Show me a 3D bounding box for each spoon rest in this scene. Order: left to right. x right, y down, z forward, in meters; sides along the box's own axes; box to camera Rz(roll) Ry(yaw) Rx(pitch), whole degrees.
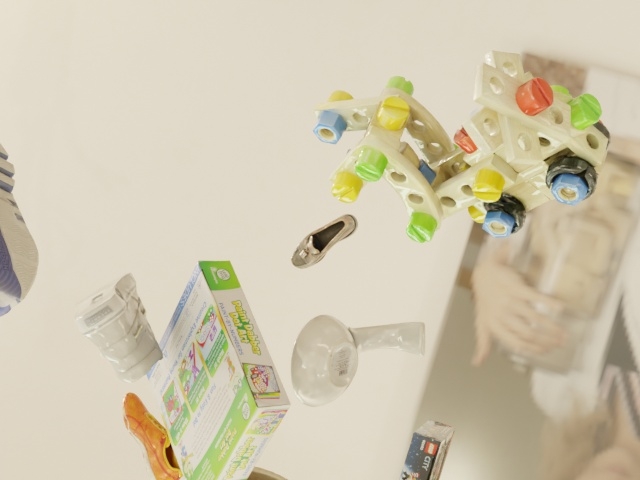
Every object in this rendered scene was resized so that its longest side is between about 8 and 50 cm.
[{"bbox_3d":[0.046,0.170,2.013,0.084,0.137,0.276,7,-169,42],"label":"spoon rest"}]

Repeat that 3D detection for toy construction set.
[{"bbox_3d":[0.145,-0.098,1.272,0.215,0.151,0.327,37,158,-18],"label":"toy construction set"}]

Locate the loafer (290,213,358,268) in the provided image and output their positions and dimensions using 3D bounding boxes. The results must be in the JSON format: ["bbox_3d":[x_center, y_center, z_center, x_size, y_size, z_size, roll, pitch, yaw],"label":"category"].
[{"bbox_3d":[0.000,0.000,2.028,0.045,0.125,0.039,58,-160,12],"label":"loafer"}]

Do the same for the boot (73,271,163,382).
[{"bbox_3d":[-0.279,0.127,1.861,0.123,0.095,0.258,59,-177,-10],"label":"boot"}]

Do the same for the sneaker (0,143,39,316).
[{"bbox_3d":[-0.475,0.005,1.706,0.127,0.182,0.315,32,-154,-40],"label":"sneaker"}]

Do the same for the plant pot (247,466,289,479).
[{"bbox_3d":[-0.175,0.641,2.470,0.333,0.305,0.334,20,-139,-18],"label":"plant pot"}]

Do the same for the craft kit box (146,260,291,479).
[{"bbox_3d":[-0.145,0.198,1.792,0.061,0.250,0.247,1,-132,-29],"label":"craft kit box"}]

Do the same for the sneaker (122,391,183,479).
[{"bbox_3d":[-0.275,0.326,2.216,0.175,0.067,0.064,59,-164,15],"label":"sneaker"}]

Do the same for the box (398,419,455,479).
[{"bbox_3d":[0.133,0.384,1.924,0.044,0.233,0.159,18,-177,13],"label":"box"}]
